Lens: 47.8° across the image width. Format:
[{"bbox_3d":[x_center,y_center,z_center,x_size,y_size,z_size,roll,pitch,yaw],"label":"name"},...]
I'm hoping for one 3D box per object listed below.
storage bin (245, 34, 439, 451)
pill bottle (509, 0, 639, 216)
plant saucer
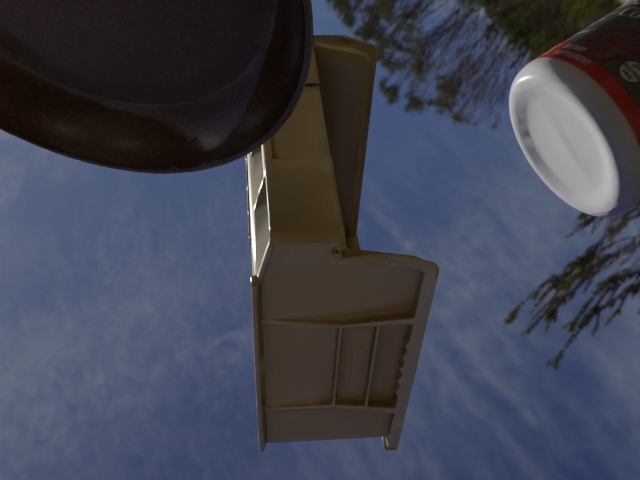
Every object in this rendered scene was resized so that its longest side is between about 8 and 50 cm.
[{"bbox_3d":[0.000,0.000,0.614,0.123,0.260,0.262,-2,-134,-6],"label":"storage bin"},{"bbox_3d":[0.430,-0.203,0.867,0.363,0.210,0.210,-32,-125,-9],"label":"pill bottle"},{"bbox_3d":[-0.148,-0.154,0.383,0.311,0.310,0.050,20,-121,-4],"label":"plant saucer"}]
